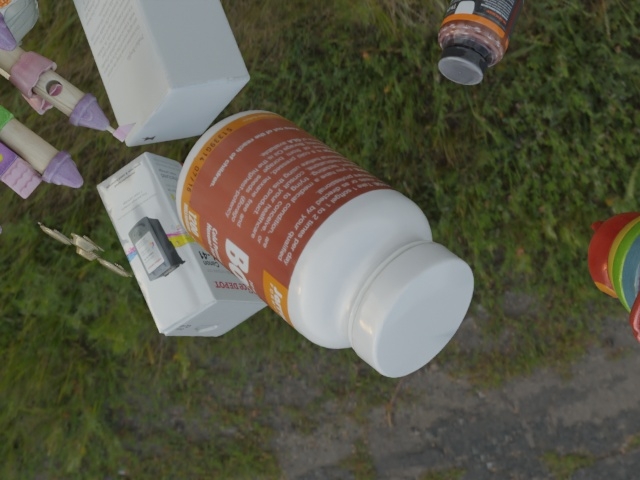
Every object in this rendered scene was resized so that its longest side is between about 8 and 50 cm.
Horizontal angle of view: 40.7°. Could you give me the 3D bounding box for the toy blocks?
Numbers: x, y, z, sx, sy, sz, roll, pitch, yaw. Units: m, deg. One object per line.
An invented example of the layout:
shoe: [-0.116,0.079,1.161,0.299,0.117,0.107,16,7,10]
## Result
toy blocks: [-0.453,-0.143,1.220,0.260,0.309,0.289,38,78,-5]

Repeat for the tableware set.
tableware set: [-0.423,0.015,1.556,0.168,0.020,0.141,19,163,36]

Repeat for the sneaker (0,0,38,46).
sneaker: [-0.551,-0.440,1.548,0.099,0.121,0.262,51,128,5]

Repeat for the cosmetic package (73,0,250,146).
cosmetic package: [-0.310,-0.423,1.521,0.161,0.453,0.230,-15,170,-35]

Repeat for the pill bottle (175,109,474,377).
pill bottle: [0.000,0.000,0.621,0.121,0.216,0.121,-27,136,-30]

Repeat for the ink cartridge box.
ink cartridge box: [-0.247,0.011,1.580,0.131,0.306,0.226,-33,164,16]

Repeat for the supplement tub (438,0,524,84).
supplement tub: [0.241,-0.334,1.292,0.106,0.198,0.106,21,163,7]

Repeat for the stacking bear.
stacking bear: [0.425,0.036,1.070,0.175,0.289,0.164,23,98,-9]
